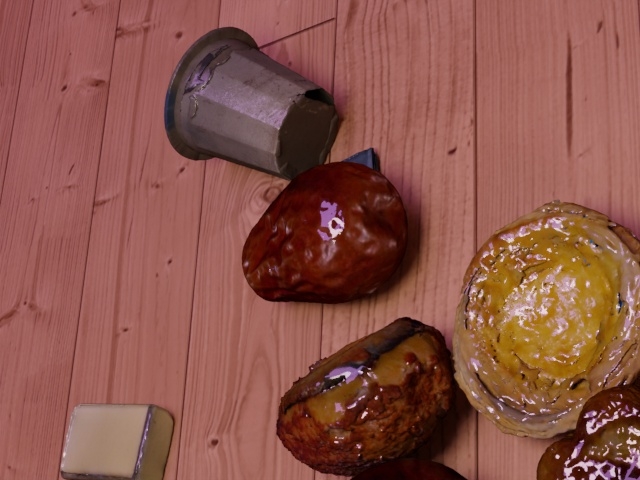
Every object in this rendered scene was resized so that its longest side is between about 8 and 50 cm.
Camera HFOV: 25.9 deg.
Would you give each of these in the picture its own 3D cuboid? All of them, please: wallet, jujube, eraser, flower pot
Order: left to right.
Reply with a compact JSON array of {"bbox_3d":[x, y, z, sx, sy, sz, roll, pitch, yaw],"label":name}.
[{"bbox_3d":[-0.300,0.302,2.058,0.172,0.058,0.117,-5,65,38],"label":"eraser"},{"bbox_3d":[-0.087,-0.192,2.061,0.202,0.212,0.212,22,83,33],"label":"flower pot"},{"bbox_3d":[0.000,0.000,1.890,0.255,0.190,0.190,-26,53,36],"label":"jujube"},{"bbox_3d":[0.030,-0.074,2.001,0.129,0.026,0.088,-28,48,28],"label":"wallet"}]

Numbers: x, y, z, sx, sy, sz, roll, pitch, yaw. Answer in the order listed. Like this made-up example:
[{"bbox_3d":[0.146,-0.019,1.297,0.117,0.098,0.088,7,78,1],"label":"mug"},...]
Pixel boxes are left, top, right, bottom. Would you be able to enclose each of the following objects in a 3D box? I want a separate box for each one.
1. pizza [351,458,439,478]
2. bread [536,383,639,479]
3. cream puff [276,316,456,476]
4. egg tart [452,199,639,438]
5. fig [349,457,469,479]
[{"bbox_3d":[0.075,0.319,1.746,0.178,0.041,0.131,-40,46,17],"label":"pizza"},{"bbox_3d":[0.351,0.259,1.467,0.246,0.135,0.232,32,95,30],"label":"bread"},{"bbox_3d":[0.063,0.197,1.710,0.240,0.240,0.164,-33,78,22],"label":"cream puff"},{"bbox_3d":[0.281,0.096,1.651,0.290,0.107,0.291,-15,62,30],"label":"egg tart"},{"bbox_3d":[0.097,0.368,1.588,0.214,0.235,0.235,138,148,-70],"label":"fig"}]
